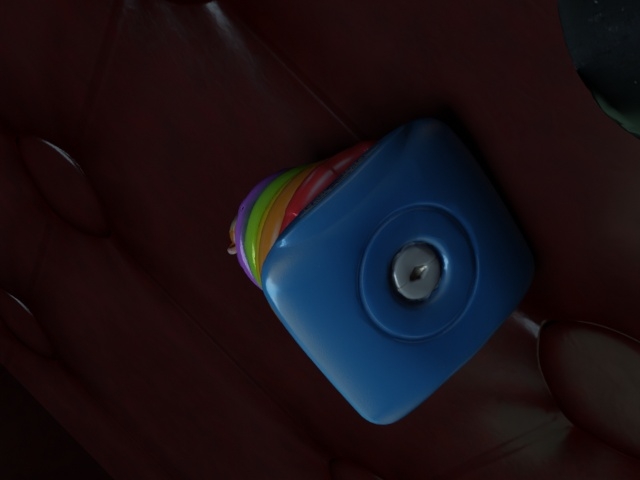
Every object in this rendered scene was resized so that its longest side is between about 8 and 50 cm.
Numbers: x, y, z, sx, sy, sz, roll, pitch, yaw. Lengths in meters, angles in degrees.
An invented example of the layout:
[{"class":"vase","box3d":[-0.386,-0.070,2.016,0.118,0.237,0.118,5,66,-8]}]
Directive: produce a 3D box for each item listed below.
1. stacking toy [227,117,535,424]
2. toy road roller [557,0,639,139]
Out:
[{"class":"stacking toy","box3d":[0.000,0.000,0.926,0.166,0.175,0.302,53,165,-22]},{"class":"toy road roller","box3d":[0.251,-0.138,0.385,0.329,0.241,0.202,16,163,-26]}]
